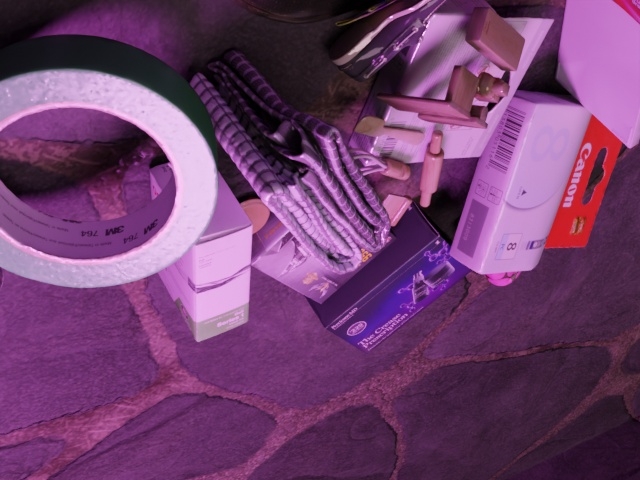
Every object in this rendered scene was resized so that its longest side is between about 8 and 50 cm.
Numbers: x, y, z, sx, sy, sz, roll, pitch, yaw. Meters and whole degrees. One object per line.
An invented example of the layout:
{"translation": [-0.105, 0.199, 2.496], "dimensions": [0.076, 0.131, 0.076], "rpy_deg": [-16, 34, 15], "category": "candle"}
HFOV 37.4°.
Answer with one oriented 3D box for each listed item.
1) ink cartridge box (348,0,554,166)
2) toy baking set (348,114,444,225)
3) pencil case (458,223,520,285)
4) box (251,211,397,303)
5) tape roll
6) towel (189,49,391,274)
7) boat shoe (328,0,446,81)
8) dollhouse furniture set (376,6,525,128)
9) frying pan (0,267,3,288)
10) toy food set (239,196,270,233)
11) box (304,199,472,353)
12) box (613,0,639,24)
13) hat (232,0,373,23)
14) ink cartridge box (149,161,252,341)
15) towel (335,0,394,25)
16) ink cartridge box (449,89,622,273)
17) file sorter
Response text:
{"translation": [0.195, -0.239, 1.431], "dimensions": [0.239, 0.060, 0.275], "rpy_deg": [-8, 139, -34], "category": "ink cartridge box"}
{"translation": [0.106, -0.099, 1.453], "dimensions": [0.197, 0.030, 0.256], "rpy_deg": [-17, 143, -22], "category": "toy baking set"}
{"translation": [0.340, 0.010, 1.840], "dimensions": [0.098, 0.095, 0.209], "rpy_deg": [-54, 149, -8], "category": "pencil case"}
{"translation": [0.000, 0.000, 1.568], "dimensions": [0.183, 0.056, 0.231], "rpy_deg": [-41, 145, 10], "category": "box"}
{"translation": [-0.281, -0.083, 1.109], "dimensions": [0.321, 0.077, 0.321], "rpy_deg": [-5, 132, -5], "category": "tape roll"}
{"translation": [-0.035, -0.106, 1.250], "dimensions": [0.121, 0.235, 0.283], "rpy_deg": [-39, 147, 1], "category": "towel"}
{"translation": [0.109, -0.290, 1.271], "dimensions": [0.206, 0.075, 0.065], "rpy_deg": [-35, 126, 16], "category": "boat shoe"}
{"translation": [0.187, -0.244, 1.343], "dimensions": [0.144, 0.123, 0.151], "rpy_deg": [21, 84, -50], "category": "dollhouse furniture set"}
{"translation": [-0.494, 0.088, 1.271], "dimensions": [0.197, 0.053, 0.326], "rpy_deg": [-33, 148, -2], "category": "frying pan"}
{"translation": [-0.116, -0.035, 1.459], "dimensions": [0.083, 0.020, 0.082], "rpy_deg": [-41, 146, 9], "category": "toy food set"}
{"translation": [0.125, 0.072, 1.725], "dimensions": [0.261, 0.103, 0.184], "rpy_deg": [-40, 143, 9], "category": "box"}
{"translation": [0.405, -0.403, 1.224], "dimensions": [0.128, 0.257, 0.122], "rpy_deg": [-34, 148, 0], "category": "box"}
{"translation": [0.043, -0.354, 1.097], "dimensions": [0.331, 0.134, 0.331], "rpy_deg": [-23, 146, -17], "category": "hat"}
{"translation": [-0.171, 0.010, 1.344], "dimensions": [0.093, 0.160, 0.219], "rpy_deg": [-19, 144, -23], "category": "ink cartridge box"}
{"translation": [0.062, -0.301, 1.232], "dimensions": [0.060, 0.009, 0.083], "rpy_deg": [-12, -161, 42], "category": "towel"}
{"translation": [0.429, -0.101, 1.687], "dimensions": [0.385, 0.091, 0.308], "rpy_deg": [-2, 116, -37], "category": "ink cartridge box"}
{"translation": [0.504, -0.329, 1.462], "dimensions": [0.173, 0.193, 0.277], "rpy_deg": [-28, 146, -13], "category": "file sorter"}
